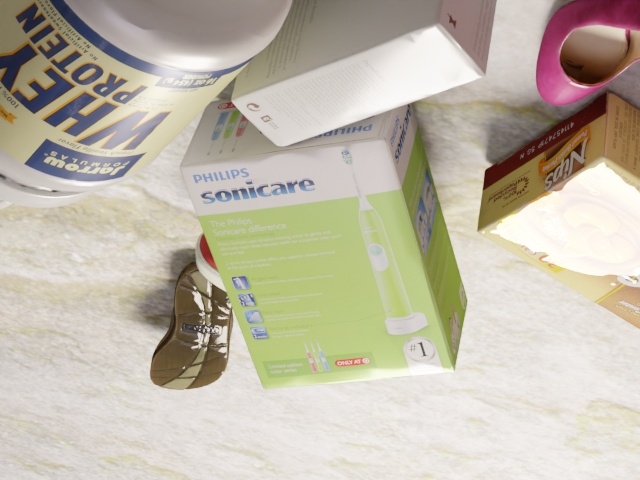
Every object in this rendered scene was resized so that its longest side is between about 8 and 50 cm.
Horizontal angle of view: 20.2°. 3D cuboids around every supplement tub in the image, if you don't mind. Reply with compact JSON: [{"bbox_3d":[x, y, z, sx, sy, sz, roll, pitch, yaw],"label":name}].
[{"bbox_3d":[-0.192,-0.185,1.537,0.235,0.235,0.325,26,143,-20],"label":"supplement tub"}]

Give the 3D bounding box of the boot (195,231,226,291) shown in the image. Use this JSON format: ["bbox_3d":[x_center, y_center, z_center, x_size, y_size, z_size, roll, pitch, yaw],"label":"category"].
[{"bbox_3d":[0.000,0.000,1.896,0.244,0.088,0.176,13,143,-11],"label":"boot"}]

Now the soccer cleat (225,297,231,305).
[{"bbox_3d":[-0.046,0.077,2.041,0.072,0.060,0.179,-29,142,9],"label":"soccer cleat"}]

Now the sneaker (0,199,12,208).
[{"bbox_3d":[-0.318,-0.106,1.841,0.217,0.079,0.121,-16,135,22],"label":"sneaker"}]

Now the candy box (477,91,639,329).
[{"bbox_3d":[0.333,-0.004,1.782,0.316,0.087,0.183,29,142,-25],"label":"candy box"}]

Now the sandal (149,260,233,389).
[{"bbox_3d":[-0.147,0.095,2.101,0.090,0.060,0.219,7,132,-5],"label":"sandal"}]

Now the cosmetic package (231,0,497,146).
[{"bbox_3d":[0.039,-0.176,1.592,0.231,0.117,0.085,-15,139,35],"label":"cosmetic package"}]

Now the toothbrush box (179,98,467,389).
[{"bbox_3d":[0.010,-0.003,1.768,0.206,0.122,0.283,-8,125,18],"label":"toothbrush box"}]

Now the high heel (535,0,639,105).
[{"bbox_3d":[0.250,-0.159,1.552,0.082,0.117,0.244,23,144,-17],"label":"high heel"}]
